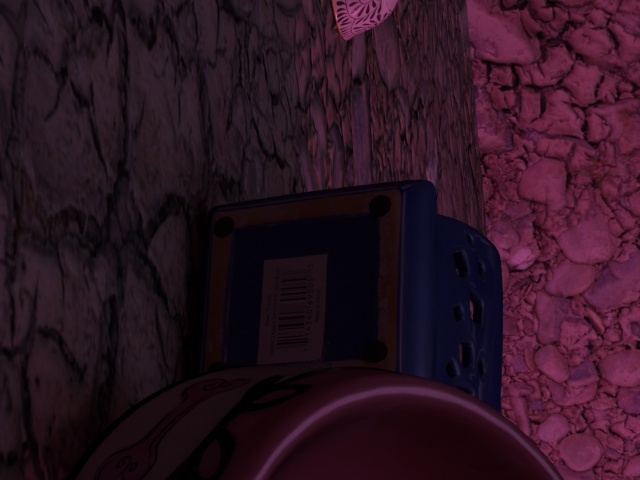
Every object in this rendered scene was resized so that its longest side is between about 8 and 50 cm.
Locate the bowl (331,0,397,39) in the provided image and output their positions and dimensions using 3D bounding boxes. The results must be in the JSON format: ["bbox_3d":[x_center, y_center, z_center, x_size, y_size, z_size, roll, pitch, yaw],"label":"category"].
[{"bbox_3d":[0.064,-0.336,1.875,0.170,0.080,0.170,-3,90,-78],"label":"bowl"}]

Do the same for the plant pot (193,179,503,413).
[{"bbox_3d":[0.017,0.083,1.271,0.212,0.236,0.236,51,37,-59],"label":"plant pot"}]

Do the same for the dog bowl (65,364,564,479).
[{"bbox_3d":[0.024,0.262,0.935,0.408,0.150,0.408,16,64,-36],"label":"dog bowl"}]
